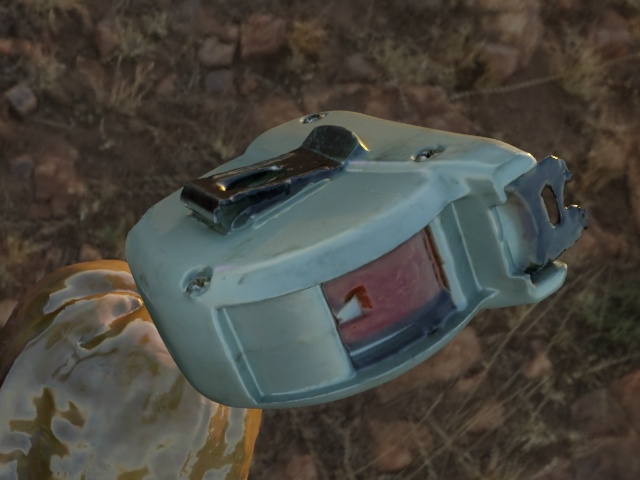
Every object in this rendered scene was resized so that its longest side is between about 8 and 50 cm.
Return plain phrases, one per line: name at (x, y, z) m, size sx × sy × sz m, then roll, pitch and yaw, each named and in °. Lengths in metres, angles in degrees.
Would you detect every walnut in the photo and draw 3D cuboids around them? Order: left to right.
walnut at (-0.217, 0.199, 1.252) m, size 0.306 × 0.344 × 0.306 m, roll 28°, pitch 12°, yaw -7°

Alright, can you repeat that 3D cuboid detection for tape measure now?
tape measure at (0.001, 0.000, 0.794) m, size 0.246 × 0.243 × 0.125 m, roll -30°, pitch 115°, yaw -23°
